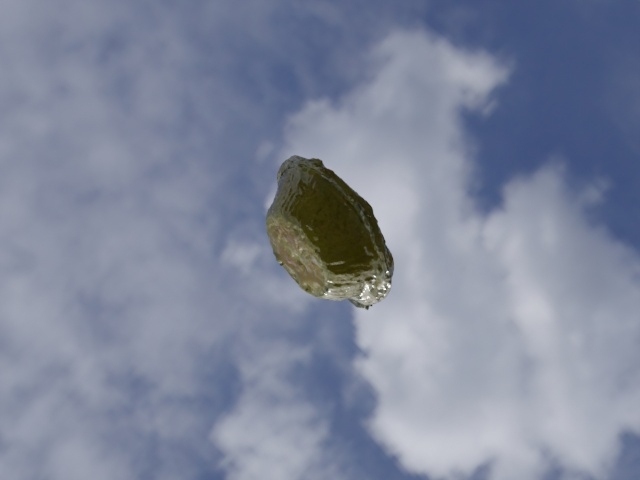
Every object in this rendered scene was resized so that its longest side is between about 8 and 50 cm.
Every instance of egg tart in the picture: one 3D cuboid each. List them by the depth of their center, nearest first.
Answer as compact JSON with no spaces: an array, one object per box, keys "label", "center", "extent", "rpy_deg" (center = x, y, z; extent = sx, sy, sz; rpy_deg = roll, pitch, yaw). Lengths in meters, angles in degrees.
[{"label":"egg tart","center":[0.000,0.000,1.132],"extent":[0.039,0.105,0.105],"rpy_deg":[-34,-99,-23]}]
